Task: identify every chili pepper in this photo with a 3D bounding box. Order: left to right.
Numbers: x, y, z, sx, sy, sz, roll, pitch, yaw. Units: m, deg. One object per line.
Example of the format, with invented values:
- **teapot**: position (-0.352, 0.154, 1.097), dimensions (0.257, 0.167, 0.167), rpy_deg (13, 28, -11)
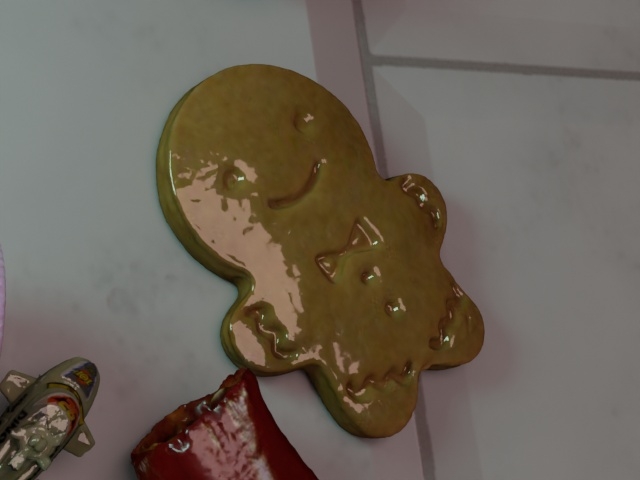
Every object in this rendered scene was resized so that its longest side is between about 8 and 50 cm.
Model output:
- **chili pepper**: position (-0.008, 0.269, 1.203), dimensions (0.338, 0.134, 0.131), rpy_deg (50, 41, -8)

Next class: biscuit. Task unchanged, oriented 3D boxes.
- **biscuit**: position (0.001, -0.001, 1.346), dimensions (0.275, 0.052, 0.355), rpy_deg (-36, 94, -33)

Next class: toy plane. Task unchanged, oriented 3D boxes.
- **toy plane**: position (-0.260, 0.198, 1.111), dimensions (0.092, 0.108, 0.286), rpy_deg (45, 71, -11)

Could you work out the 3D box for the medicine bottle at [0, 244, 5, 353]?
- **medicine bottle**: position (-0.380, 0.052, 1.037), dimensions (0.290, 0.178, 0.178), rpy_deg (9, 70, -26)
